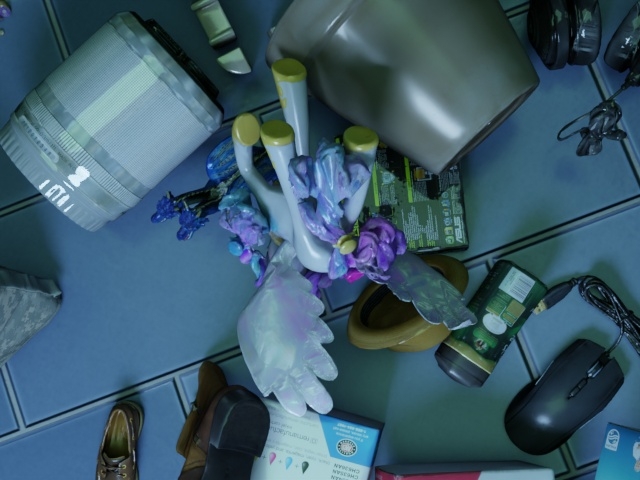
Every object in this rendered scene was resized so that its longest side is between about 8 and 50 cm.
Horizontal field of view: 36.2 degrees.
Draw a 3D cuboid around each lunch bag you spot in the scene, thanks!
[{"bbox_3d":[-0.535,0.119,1.399,0.287,0.235,0.169,-31,79,2],"label":"lunch bag"}]

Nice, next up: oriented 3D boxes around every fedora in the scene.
[{"bbox_3d":[0.133,0.104,1.390,0.194,0.194,0.079,-33,117,2],"label":"fedora"}]

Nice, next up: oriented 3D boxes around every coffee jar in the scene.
[{"bbox_3d":[0.238,0.120,1.386,0.079,0.096,0.184,35,89,-2],"label":"coffee jar"}]

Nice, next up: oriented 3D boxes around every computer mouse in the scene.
[{"bbox_3d":[0.347,0.170,1.387,0.262,0.060,0.184,-39,82,0],"label":"computer mouse"}]

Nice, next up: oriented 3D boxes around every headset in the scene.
[{"bbox_3d":[0.409,-0.304,1.372,0.243,0.185,0.394,13,74,8],"label":"headset"}]

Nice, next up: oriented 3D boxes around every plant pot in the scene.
[{"bbox_3d":[0.133,-0.250,1.333,0.323,0.323,0.280,-41,84,0],"label":"plant pot"}]

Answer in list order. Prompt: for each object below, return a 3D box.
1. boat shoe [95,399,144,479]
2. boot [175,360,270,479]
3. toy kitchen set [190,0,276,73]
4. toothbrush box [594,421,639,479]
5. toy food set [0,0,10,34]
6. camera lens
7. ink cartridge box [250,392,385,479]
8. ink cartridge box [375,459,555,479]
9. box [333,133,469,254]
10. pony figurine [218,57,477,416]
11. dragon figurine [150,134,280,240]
[{"bbox_3d":[-0.302,0.325,1.439,0.064,0.060,0.178,6,84,7],"label":"boat shoe"},{"bbox_3d":[-0.173,0.304,1.320,0.096,0.280,0.264,16,86,-19],"label":"boot"},{"bbox_3d":[-0.112,-0.372,1.489,0.166,0.122,0.207,-26,102,2],"label":"toy kitchen set"},{"bbox_3d":[0.458,0.408,1.269,0.216,0.126,0.295,16,84,-27],"label":"toothbrush box"},{"bbox_3d":[-0.532,-0.391,1.565,0.078,0.019,0.122,2,84,6],"label":"toy food set"},{"bbox_3d":[-0.294,-0.176,1.414,0.274,0.219,0.219,-42,81,0],"label":"camera lens"},{"bbox_3d":[-0.024,0.346,1.352,0.171,0.168,0.232,14,85,6],"label":"ink cartridge box"},{"bbox_3d":[0.194,0.456,1.310,0.226,0.131,0.306,1,84,-12],"label":"ink cartridge box"},{"bbox_3d":[0.119,-0.071,1.448,0.184,0.045,0.190,-7,83,7],"label":"box"},{"bbox_3d":[0.000,0.000,1.263,0.303,0.363,0.351,-21,44,-21],"label":"pony figurine"},{"bbox_3d":[-0.114,-0.101,1.425,0.289,0.144,0.085,-42,82,0],"label":"dragon figurine"}]
